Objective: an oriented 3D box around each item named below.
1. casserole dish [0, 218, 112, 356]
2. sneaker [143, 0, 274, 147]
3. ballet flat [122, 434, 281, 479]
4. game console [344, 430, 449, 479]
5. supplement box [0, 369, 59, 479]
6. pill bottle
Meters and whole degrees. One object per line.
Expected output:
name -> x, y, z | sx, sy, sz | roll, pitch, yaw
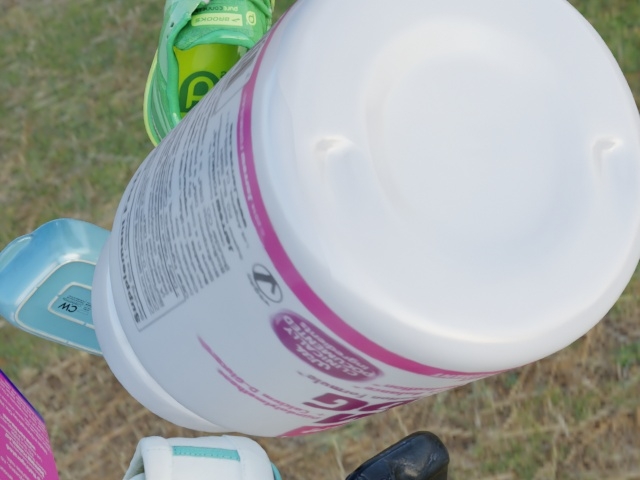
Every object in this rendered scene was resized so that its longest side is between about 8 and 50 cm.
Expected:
casserole dish -> -0.196, 0.048, 1.216 | 0.114, 0.188, 0.037 | -45, 49, 15
sneaker -> -0.071, -0.188, 1.064 | 0.109, 0.296, 0.123 | -4, 22, -19
ballet flat -> -0.186, 0.281, 1.069 | 0.400, 0.139, 0.139 | -51, 43, 23
game console -> 0.053, 0.294, 1.015 | 0.044, 0.361, 0.213 | 18, 30, 30
supplement box -> -0.211, 0.173, 0.812 | 0.111, 0.114, 0.220 | -28, 43, 1
pill bottle -> 0.000, 0.000, 0.627 | 0.160, 0.283, 0.160 | 7, 73, -22
